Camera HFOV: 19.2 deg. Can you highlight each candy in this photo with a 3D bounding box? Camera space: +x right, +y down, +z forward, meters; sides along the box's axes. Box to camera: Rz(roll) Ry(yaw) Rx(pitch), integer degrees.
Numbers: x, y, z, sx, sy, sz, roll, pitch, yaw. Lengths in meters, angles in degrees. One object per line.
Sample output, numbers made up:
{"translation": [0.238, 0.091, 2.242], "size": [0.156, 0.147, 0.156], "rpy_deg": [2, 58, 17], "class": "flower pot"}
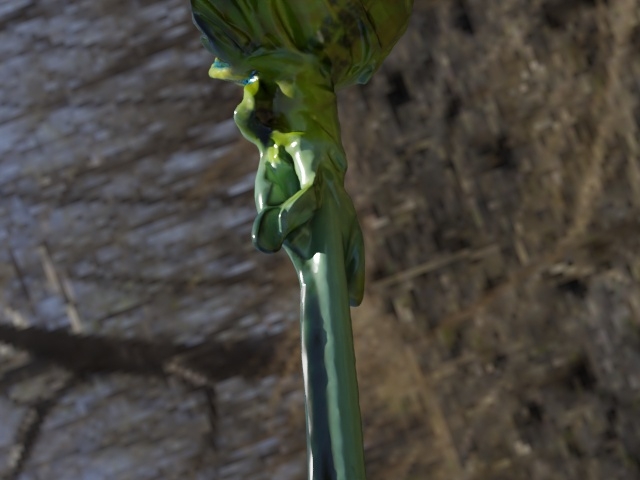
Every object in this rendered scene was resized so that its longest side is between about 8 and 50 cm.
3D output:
{"translation": [-0.003, 0.000, 0.557], "size": [0.077, 0.073, 0.262], "rpy_deg": [44, -141, -62], "class": "candy"}
